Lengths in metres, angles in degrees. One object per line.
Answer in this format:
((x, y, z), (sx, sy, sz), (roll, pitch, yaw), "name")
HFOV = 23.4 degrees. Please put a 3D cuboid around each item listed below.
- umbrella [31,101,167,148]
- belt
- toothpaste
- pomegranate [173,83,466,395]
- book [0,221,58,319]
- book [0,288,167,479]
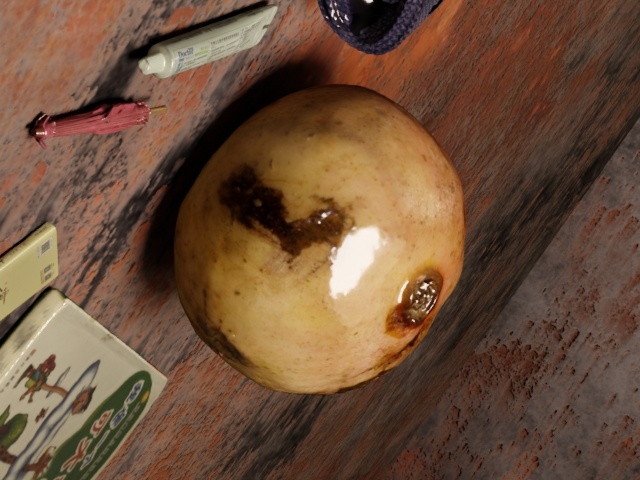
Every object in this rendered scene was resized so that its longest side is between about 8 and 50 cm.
((-0.188, -0.103, 1.315), (0.027, 0.025, 0.165), (-40, 168, 33), "umbrella")
((0.070, -0.287, 1.419), (0.126, 0.139, 0.230), (-47, 161, -30), "belt")
((-0.100, -0.175, 1.382), (0.197, 0.029, 0.048), (-31, 156, -54), "toothpaste")
((0.000, 0.000, 1.574), (0.322, 0.322, 0.322), (-45, 161, -20), "pomegranate")
((-0.280, 0.038, 1.380), (0.111, 0.014, 0.077), (-41, 158, -31), "book")
((-0.295, 0.201, 1.616), (0.260, 0.043, 0.371), (-50, 162, -7), "book")
